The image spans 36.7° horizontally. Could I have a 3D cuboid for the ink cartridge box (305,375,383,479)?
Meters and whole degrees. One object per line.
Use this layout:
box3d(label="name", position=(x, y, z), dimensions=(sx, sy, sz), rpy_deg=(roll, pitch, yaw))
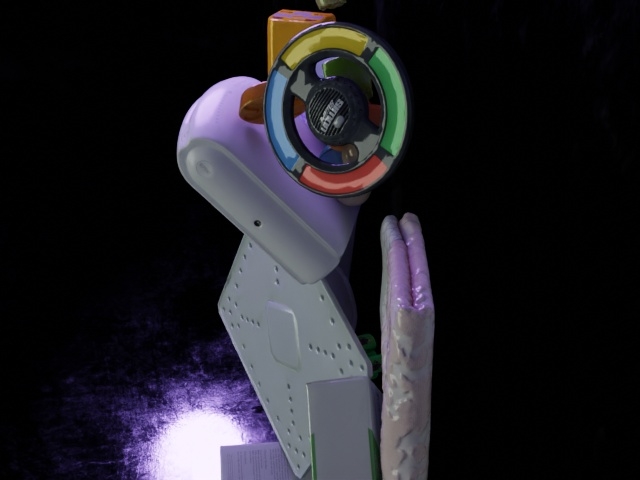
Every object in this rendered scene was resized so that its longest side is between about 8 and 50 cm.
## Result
box3d(label="ink cartridge box", position=(0.050, 0.290, 1.362), dimensions=(0.212, 0.093, 0.154), rpy_deg=(52, -149, -66))

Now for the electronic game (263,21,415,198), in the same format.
box3d(label="electronic game", position=(0.020, -0.169, 1.260), dimensions=(0.048, 0.229, 0.229), rpy_deg=(-16, -73, -56))

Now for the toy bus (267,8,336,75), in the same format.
box3d(label="toy bus", position=(-0.032, -0.257, 1.802), dimensions=(0.130, 0.108, 0.333), rpy_deg=(-54, -32, -60))

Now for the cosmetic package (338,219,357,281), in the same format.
box3d(label="cosmetic package", position=(0.000, 0.000, 1.792), dimensions=(0.231, 0.117, 0.085), rpy_deg=(97, 168, -50))

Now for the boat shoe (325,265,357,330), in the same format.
box3d(label="boat shoe", position=(0.010, 0.191, 1.799), dimensions=(0.099, 0.116, 0.320), rpy_deg=(-147, 49, -77))

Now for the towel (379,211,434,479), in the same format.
box3d(label="towel", position=(0.094, 0.167, 1.123), dimensions=(0.317, 0.053, 0.332), rpy_deg=(-83, -7, -69))

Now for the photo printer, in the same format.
box3d(label="photo printer", position=(-0.078, -0.109, 1.496), dimensions=(0.107, 0.307, 0.256), rpy_deg=(-39, 16, 30))

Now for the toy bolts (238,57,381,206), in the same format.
box3d(label="toy bolts", position=(0.006, -0.139, 1.414), dimensions=(0.228, 0.218, 0.159), rpy_deg=(51, -151, -72))

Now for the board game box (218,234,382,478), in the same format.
box3d(label="board game box", position=(-0.046, 0.161, 1.688), dimensions=(0.390, 0.050, 0.390), rpy_deg=(61, 146, 28))

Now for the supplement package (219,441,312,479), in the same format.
box3d(label="supplement package", position=(-0.057, 0.487, 1.847), dimensions=(0.198, 0.262, 0.199), rpy_deg=(112, 154, -74))

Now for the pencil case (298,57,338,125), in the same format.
box3d(label="pencil case", position=(0.009, -0.224, 1.609), dimensions=(0.273, 0.113, 0.124), rpy_deg=(100, -174, -58))

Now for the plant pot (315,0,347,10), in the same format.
box3d(label="plant pot", position=(0.013, -0.450, 1.696), dimensions=(0.083, 0.083, 0.079), rpy_deg=(-173, 67, -83))
